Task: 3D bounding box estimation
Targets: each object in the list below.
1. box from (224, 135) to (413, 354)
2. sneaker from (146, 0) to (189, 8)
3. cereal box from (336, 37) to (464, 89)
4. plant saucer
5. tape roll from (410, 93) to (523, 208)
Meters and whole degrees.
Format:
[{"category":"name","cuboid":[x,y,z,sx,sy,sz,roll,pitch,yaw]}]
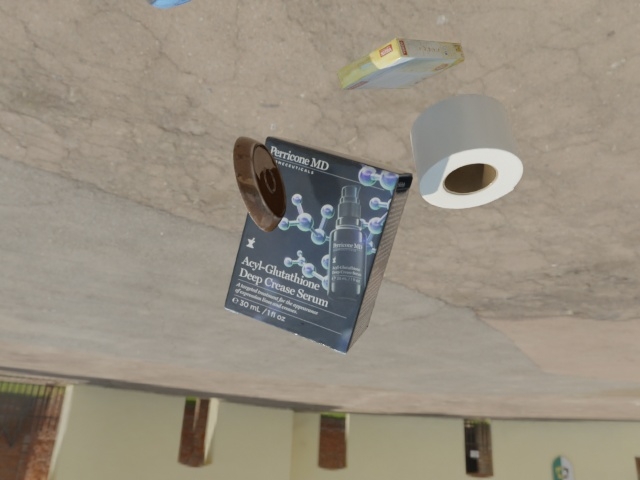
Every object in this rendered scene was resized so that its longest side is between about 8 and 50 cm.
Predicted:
[{"category":"box","cuboid":[0.000,0.000,1.241,0.294,0.395,0.212,18,-169,14]},{"category":"sneaker","cuboid":[-0.060,-0.257,0.503,0.209,0.069,0.082,-29,130,11]},{"category":"cereal box","cuboid":[0.178,-0.381,1.218,0.240,0.047,0.173,-14,180,-44]},{"category":"plant saucer","cuboid":[-0.096,-0.099,0.943,0.029,0.168,0.168,-16,155,16]},{"category":"tape roll","cuboid":[0.351,-0.212,1.363,0.246,0.169,0.246,-4,151,-2]}]
